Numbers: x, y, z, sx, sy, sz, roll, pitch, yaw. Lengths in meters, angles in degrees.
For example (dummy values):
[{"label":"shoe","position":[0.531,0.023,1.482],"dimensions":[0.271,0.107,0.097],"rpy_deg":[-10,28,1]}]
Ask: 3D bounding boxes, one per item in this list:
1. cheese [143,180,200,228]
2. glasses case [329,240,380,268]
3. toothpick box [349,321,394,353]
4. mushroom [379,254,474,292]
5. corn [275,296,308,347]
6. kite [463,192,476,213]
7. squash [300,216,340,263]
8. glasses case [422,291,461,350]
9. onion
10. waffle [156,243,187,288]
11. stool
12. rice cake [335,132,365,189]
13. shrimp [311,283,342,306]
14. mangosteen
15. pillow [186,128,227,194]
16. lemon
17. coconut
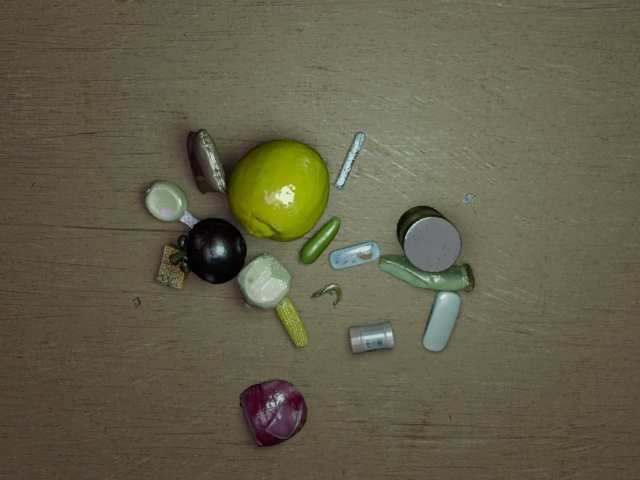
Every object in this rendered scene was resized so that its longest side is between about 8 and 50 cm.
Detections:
[{"label":"cheese","position":[-0.509,-0.110,1.897],"dimensions":[0.227,0.064,0.137],"rpy_deg":[38,104,-3]},{"label":"glasses case","position":[0.121,0.052,1.906],"dimensions":[0.178,0.045,0.067],"rpy_deg":[-15,100,5]},{"label":"toothpick box","position":[0.183,0.348,1.933],"dimensions":[0.149,0.098,0.098],"rpy_deg":[-9,100,4]},{"label":"mushroom","position":[0.371,0.117,1.882],"dimensions":[0.333,0.107,0.087],"rpy_deg":[7,146,1]},{"label":"corn","position":[-0.104,0.294,1.953],"dimensions":[0.067,0.067,0.206],"rpy_deg":[-24,100,7]},{"label":"kite","position":[0.516,-0.128,1.874],"dimensions":[0.044,0.002,0.078],"rpy_deg":[-4,100,4]},{"label":"squash","position":[0.000,0.000,1.892],"dimensions":[0.066,0.066,0.201],"rpy_deg":[38,97,-5]},{"label":"glasses case","position":[0.430,0.288,1.924],"dimensions":[0.092,0.059,0.233],"rpy_deg":[11,108,-4]},{"label":"onion","position":[-0.176,0.656,2.008],"dimensions":[0.247,0.111,0.250],"rpy_deg":[-17,98,8]},{"label":"waffle","position":[-0.526,0.095,1.948],"dimensions":[0.102,0.042,0.148],"rpy_deg":[18,102,-1]},{"label":"stool","position":[0.348,-0.011,1.772],"dimensions":[0.179,0.264,0.179],"rpy_deg":[1,102,3]},{"label":"rice cake","position":[0.101,-0.270,1.851],"dimensions":[0.033,0.033,0.207],"rpy_deg":[24,102,0]},{"label":"shrimp","position":[0.025,0.204,1.953],"dimensions":[0.114,0.023,0.083],"rpy_deg":[-22,102,3]},{"label":"mangosteen","position":[-0.385,0.040,1.837],"dimensions":[0.265,0.228,0.228],"rpy_deg":[-8,100,0]},{"label":"pillow","position":[-0.382,-0.257,1.793],"dimensions":[0.084,0.236,0.223],"rpy_deg":[-18,106,-23]},{"label":"lemon","position":[-0.130,-0.160,1.738],"dimensions":[0.348,0.348,0.348],"rpy_deg":[1,101,3]},{"label":"coconut","position":[-0.199,0.153,1.876],"dimensions":[0.194,0.194,0.194],"rpy_deg":[1,101,3]}]
